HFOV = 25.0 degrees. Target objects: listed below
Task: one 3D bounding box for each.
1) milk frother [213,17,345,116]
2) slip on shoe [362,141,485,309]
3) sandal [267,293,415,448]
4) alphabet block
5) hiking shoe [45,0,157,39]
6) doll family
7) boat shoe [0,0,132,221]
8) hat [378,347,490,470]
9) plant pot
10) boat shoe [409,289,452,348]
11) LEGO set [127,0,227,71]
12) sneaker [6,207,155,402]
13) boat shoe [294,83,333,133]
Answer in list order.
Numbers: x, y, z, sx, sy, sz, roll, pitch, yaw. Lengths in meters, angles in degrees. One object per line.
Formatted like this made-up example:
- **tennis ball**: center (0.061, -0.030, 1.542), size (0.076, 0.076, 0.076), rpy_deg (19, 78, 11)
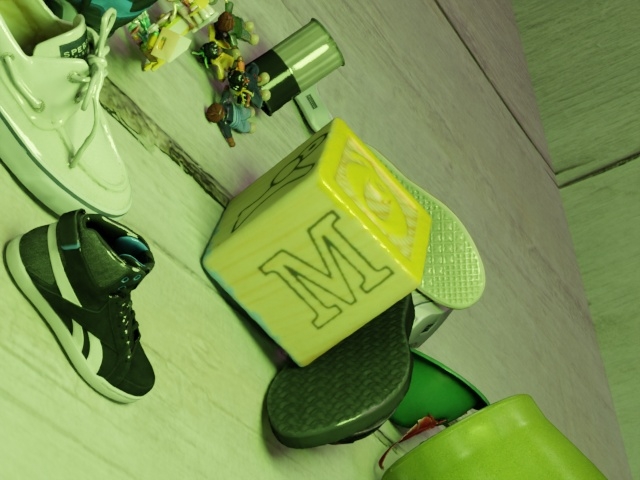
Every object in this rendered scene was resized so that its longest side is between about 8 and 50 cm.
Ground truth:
- **milk frother**: center (-0.064, -0.277, 2.073), size (0.143, 0.135, 0.129), rpy_deg (59, -9, -28)
- **slip on shoe**: center (0.139, -0.023, 2.238), size (0.331, 0.123, 0.101), rpy_deg (47, 1, 23)
- **sandal**: center (0.052, 0.173, 1.863), size (0.446, 0.167, 0.107), rpy_deg (-57, 139, -66)
- **alphabet block**: center (0.000, 0.000, 1.796), size (0.193, 0.197, 0.192), rpy_deg (46, 25, -16)
- **hiking shoe**: center (-0.288, -0.320, 1.565), size (0.304, 0.132, 0.113), rpy_deg (25, 45, -59)
- **doll family**: center (-0.122, -0.226, 1.967), size (0.111, 0.076, 0.193), rpy_deg (6, 65, -72)
- **boat shoe**: center (-0.266, -0.177, 1.433), size (0.367, 0.156, 0.136), rpy_deg (57, 23, -24)
- **hat**: center (0.126, 0.269, 2.101), size (0.208, 0.173, 0.183), rpy_deg (45, 71, -43)
- **plant pot**: center (0.265, 0.409, 1.922), size (0.353, 0.366, 0.366), rpy_deg (60, 18, 17)
- **boat shoe**: center (0.135, 0.111, 2.233), size (0.088, 0.096, 0.267), rpy_deg (44, 13, 12)
- **LEGO set**: center (-0.199, -0.290, 1.786), size (0.107, 0.132, 0.287), rpy_deg (52, 30, -13)
- **sneaker**: center (-0.196, 0.065, 1.398), size (0.217, 0.121, 0.079), rpy_deg (55, 24, -29)
- **boat shoe**: center (-0.023, -0.227, 2.264), size (0.142, 0.049, 0.040), rpy_deg (66, -13, 3)
